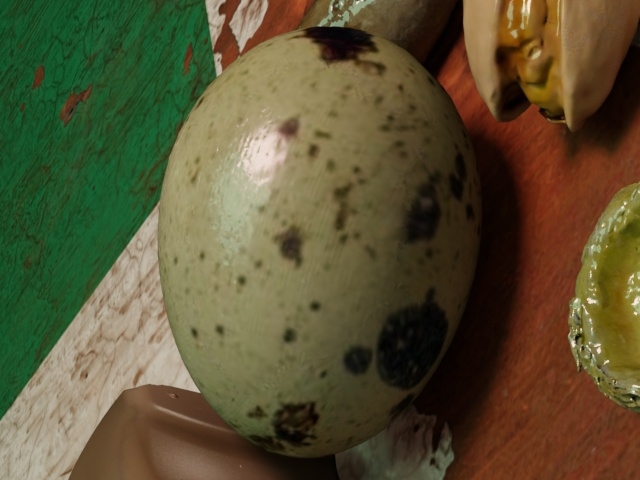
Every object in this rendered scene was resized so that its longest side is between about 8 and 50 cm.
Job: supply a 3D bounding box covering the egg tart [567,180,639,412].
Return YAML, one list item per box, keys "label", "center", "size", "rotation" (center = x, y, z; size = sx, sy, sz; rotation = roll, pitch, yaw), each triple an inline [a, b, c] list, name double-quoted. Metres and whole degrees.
- label: "egg tart"
  center: [0.267, 0.040, 1.409]
  size: [0.197, 0.078, 0.197]
  rotation: [-33, 50, 50]

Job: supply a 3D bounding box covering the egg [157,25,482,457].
- label: "egg"
  center: [0.000, 0.000, 1.699]
  size: [0.288, 0.288, 0.379]
  rotation: [-17, 72, 58]

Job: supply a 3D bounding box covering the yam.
- label: "yam"
  center: [0.081, -0.259, 1.869]
  size: [0.330, 0.133, 0.133]
  rotation: [-58, 31, 19]

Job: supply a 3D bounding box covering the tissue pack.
- label: "tissue pack"
  center: [-0.086, 0.318, 1.696]
  size: [0.276, 0.267, 0.387]
  rotation: [-65, 30, 9]

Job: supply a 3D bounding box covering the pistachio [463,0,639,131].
- label: "pistachio"
  center: [0.196, -0.204, 1.609]
  size: [0.157, 0.157, 0.229]
  rotation: [-6, 72, 61]
